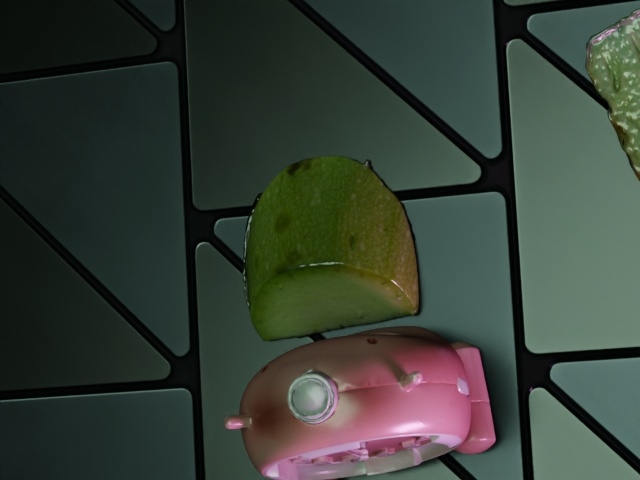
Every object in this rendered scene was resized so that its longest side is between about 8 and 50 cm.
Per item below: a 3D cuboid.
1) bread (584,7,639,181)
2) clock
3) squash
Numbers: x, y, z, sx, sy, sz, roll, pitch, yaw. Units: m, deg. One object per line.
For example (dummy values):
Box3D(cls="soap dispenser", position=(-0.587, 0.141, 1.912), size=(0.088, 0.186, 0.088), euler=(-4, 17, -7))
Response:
Box3D(cls="bread", position=(0.343, -0.124, 1.855), size=(0.128, 0.088, 0.232), euler=(-23, 71, 8))
Box3D(cls="clock", position=(0.030, 0.149, 1.859), size=(0.227, 0.241, 0.142), euler=(-15, 77, 19))
Box3D(cls="squash", position=(-0.007, 0.001, 1.968), size=(0.192, 0.085, 0.184), euler=(-12, 81, 17))
